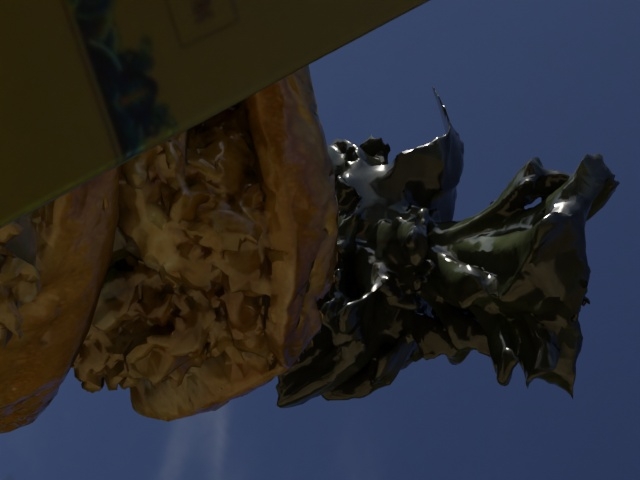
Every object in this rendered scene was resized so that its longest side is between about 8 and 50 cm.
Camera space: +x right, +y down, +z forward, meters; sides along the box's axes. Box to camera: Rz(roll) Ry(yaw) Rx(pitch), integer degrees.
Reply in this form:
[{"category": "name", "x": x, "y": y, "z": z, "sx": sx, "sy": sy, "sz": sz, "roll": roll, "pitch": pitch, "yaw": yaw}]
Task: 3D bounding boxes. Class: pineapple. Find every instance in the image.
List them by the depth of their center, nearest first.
[{"category": "pineapple", "x": 0.000, "y": 0.000, "z": 0.897, "sx": 0.310, "sy": 0.170, "sz": 0.141, "roll": 2, "pitch": -33, "yaw": 38}]

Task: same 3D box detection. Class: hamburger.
[{"category": "hamburger", "x": -0.109, "y": -0.035, "z": 0.710, "sx": 0.260, "sy": 0.211, "sz": 0.245, "roll": -120, "pitch": -141, "yaw": -59}]

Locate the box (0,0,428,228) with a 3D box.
[{"category": "box", "x": -0.051, "y": -0.104, "z": 0.475, "sx": 0.041, "sy": 0.279, "sz": 0.153, "roll": 10, "pitch": -57, "yaw": 49}]
